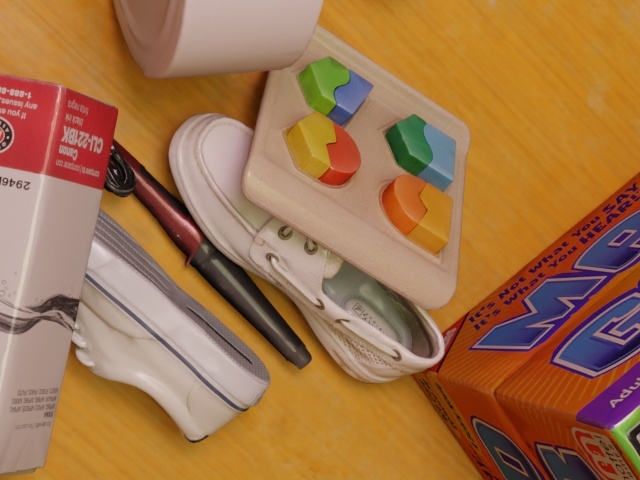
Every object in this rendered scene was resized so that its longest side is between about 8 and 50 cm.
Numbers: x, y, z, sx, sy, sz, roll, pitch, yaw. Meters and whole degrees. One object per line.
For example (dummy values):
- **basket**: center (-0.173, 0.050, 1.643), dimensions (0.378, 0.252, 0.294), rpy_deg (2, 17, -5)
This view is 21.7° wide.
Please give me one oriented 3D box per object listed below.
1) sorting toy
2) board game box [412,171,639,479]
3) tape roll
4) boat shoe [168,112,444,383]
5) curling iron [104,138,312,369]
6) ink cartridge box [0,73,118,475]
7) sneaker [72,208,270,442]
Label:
- **sorting toy**: center (0.038, -0.068, 1.304), dimensions (0.193, 0.038, 0.208), rpy_deg (32, 41, -18)
- **board game box**: center (0.357, 0.147, 1.314), dimensions (0.356, 0.356, 0.356), rpy_deg (-38, 103, -14)
- **tape roll**: center (-0.083, -0.258, 1.180), dimensions (0.100, 0.286, 0.286), rpy_deg (-6, 95, -18)
- **boat shoe**: center (0.000, 0.000, 1.312), dimensions (0.277, 0.096, 0.098), rpy_deg (45, 62, -18)
- **curling iron**: center (-0.105, 0.008, 1.312), dimensions (0.274, 0.035, 0.068), rpy_deg (46, 38, -19)
- **ink cartridge box**: center (-0.275, 0.015, 1.176), dimensions (0.197, 0.114, 0.273), rpy_deg (11, 90, 13)
- **sneaker**: center (-0.157, 0.056, 1.274), dimensions (0.258, 0.094, 0.091), rpy_deg (44, 99, -7)
